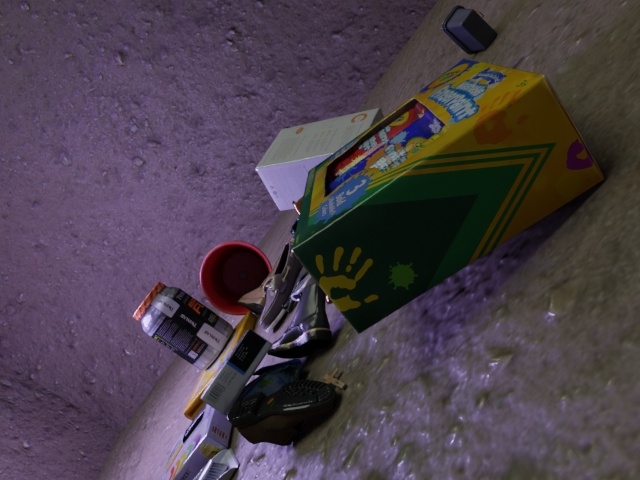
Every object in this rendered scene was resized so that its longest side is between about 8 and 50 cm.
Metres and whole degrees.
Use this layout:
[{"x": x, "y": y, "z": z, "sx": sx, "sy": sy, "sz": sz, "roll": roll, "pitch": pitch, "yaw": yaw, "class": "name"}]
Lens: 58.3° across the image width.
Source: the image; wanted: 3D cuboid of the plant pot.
[{"x": -0.304, "y": 0.136, "z": 2.187, "sx": 0.275, "sy": 0.275, "sz": 0.243, "roll": -54, "pitch": 1, "yaw": 0, "class": "plant pot"}]

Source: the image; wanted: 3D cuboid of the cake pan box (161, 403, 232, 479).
[{"x": -0.313, "y": 0.529, "z": 1.477, "sx": 0.246, "sy": 0.070, "sz": 0.267, "roll": -50, "pitch": 10, "yaw": 11, "class": "cake pan box"}]

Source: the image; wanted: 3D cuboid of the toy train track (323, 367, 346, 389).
[{"x": 0.027, "y": 0.251, "z": 1.012, "sx": 0.048, "sy": 0.014, "sz": 0.083, "roll": -50, "pitch": 15, "yaw": -15, "class": "toy train track"}]

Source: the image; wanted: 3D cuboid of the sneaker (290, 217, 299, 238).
[{"x": -0.033, "y": -0.034, "z": 1.842, "sx": 0.111, "sy": 0.121, "sz": 0.300, "roll": -53, "pitch": 11, "yaw": 6, "class": "sneaker"}]

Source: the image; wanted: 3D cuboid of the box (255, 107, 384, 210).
[{"x": 0.022, "y": -0.235, "z": 1.689, "sx": 0.345, "sy": 0.168, "sz": 0.215, "roll": -6, "pitch": 40, "yaw": 31, "class": "box"}]

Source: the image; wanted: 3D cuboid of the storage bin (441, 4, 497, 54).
[{"x": 0.425, "y": -0.590, "z": 1.593, "sx": 0.098, "sy": 0.135, "sz": 0.091, "roll": -53, "pitch": 22, "yaw": 7, "class": "storage bin"}]

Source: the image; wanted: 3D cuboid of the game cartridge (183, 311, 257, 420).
[{"x": -0.337, "y": 0.416, "z": 1.960, "sx": 0.285, "sy": 0.052, "sz": 0.324, "roll": -50, "pitch": 12, "yaw": 21, "class": "game cartridge"}]

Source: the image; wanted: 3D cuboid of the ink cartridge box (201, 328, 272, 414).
[{"x": -0.191, "y": 0.289, "z": 1.249, "sx": 0.165, "sy": 0.065, "sz": 0.333, "roll": -57, "pitch": 1, "yaw": -19, "class": "ink cartridge box"}]

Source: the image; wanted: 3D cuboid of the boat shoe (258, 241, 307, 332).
[{"x": -0.123, "y": 0.137, "z": 1.771, "sx": 0.116, "sy": 0.096, "sz": 0.324, "roll": -41, "pitch": 17, "yaw": 50, "class": "boat shoe"}]

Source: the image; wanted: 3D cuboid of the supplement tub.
[{"x": -0.485, "y": 0.296, "z": 2.023, "sx": 0.194, "sy": 0.316, "sz": 0.193, "roll": -51, "pitch": 10, "yaw": 12, "class": "supplement tub"}]

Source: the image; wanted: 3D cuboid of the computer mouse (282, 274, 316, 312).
[{"x": -0.050, "y": 0.144, "z": 1.598, "sx": 0.106, "sy": 0.042, "sz": 0.193, "roll": -53, "pitch": 4, "yaw": -20, "class": "computer mouse"}]

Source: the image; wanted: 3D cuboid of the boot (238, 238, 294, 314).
[{"x": -0.158, "y": 0.127, "z": 2.006, "sx": 0.236, "sy": 0.089, "sz": 0.270, "roll": -8, "pitch": 47, "yaw": 58, "class": "boot"}]

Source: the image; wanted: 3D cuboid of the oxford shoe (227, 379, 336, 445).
[{"x": -0.054, "y": 0.311, "z": 1.020, "sx": 0.227, "sy": 0.096, "sz": 0.083, "roll": -25, "pitch": 12, "yaw": 33, "class": "oxford shoe"}]

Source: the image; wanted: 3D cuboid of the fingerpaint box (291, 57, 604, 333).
[{"x": 0.156, "y": -0.108, "z": 0.911, "sx": 0.371, "sy": 0.163, "sz": 0.445, "roll": -34, "pitch": 16, "yaw": 14, "class": "fingerpaint box"}]

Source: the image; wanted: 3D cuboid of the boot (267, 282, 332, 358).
[{"x": -0.043, "y": 0.176, "z": 1.254, "sx": 0.197, "sy": 0.076, "sz": 0.137, "roll": -28, "pitch": 54, "yaw": 42, "class": "boot"}]

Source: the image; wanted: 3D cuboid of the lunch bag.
[{"x": -0.108, "y": 0.314, "z": 1.206, "sx": 0.151, "sy": 0.096, "sz": 0.129, "roll": -43, "pitch": -1, "yaw": -28, "class": "lunch bag"}]

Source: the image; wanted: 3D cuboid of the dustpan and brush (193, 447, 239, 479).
[{"x": -0.269, "y": 0.546, "z": 1.242, "sx": 0.211, "sy": 0.060, "sz": 0.147, "roll": -57, "pitch": 11, "yaw": -13, "class": "dustpan and brush"}]

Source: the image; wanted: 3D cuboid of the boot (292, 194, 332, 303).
[{"x": 0.001, "y": -0.001, "z": 1.326, "sx": 0.104, "sy": 0.211, "sz": 0.295, "roll": -30, "pitch": 18, "yaw": 20, "class": "boot"}]
